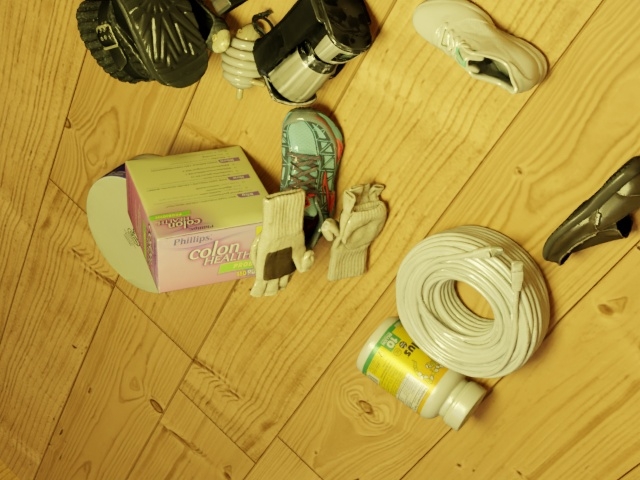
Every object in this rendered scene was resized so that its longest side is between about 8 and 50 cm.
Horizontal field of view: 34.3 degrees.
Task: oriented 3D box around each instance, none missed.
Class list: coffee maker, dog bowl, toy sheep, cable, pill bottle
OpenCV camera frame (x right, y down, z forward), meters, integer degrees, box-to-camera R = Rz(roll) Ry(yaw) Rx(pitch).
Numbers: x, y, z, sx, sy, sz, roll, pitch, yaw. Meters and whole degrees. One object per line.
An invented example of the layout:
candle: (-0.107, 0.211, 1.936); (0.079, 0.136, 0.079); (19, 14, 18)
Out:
coffee maker: (-0.023, -0.318, 1.591); (0.171, 0.120, 0.178); (53, 137, 0)
dog bowl: (-0.336, -0.031, 2.058); (0.265, 0.104, 0.264); (21, 130, 28)
toy sheep: (-0.123, -0.295, 1.717); (0.091, 0.091, 0.132); (23, 112, 27)
cable: (0.242, 0.098, 1.670); (0.257, 0.089, 0.257); (7, 122, 38)
pill bottle: (0.176, 0.233, 1.792); (0.208, 0.118, 0.117); (35, 135, 18)

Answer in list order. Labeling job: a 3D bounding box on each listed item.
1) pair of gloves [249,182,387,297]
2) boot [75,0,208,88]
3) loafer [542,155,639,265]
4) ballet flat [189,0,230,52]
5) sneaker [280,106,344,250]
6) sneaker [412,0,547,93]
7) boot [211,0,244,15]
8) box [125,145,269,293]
pair of gloves: (0.000, 0.000, 1.710); (0.042, 0.240, 0.204); (54, 139, 41)
boot: (-0.326, -0.415, 1.728); (0.260, 0.131, 0.347); (24, 132, 55)
loafer: (0.396, -0.024, 1.461); (0.078, 0.080, 0.220); (46, 137, 7)
ballet flat: (-0.200, -0.362, 1.718); (0.057, 0.049, 0.173); (-56, 50, 19)
sneaker: (-0.018, -0.094, 1.720); (0.104, 0.125, 0.261); (3, 127, 9)
sneaker: (0.208, -0.270, 1.447); (0.212, 0.094, 0.080); (32, 135, 21)
boot: (-0.156, -0.491, 1.609); (0.263, 0.091, 0.229); (-24, 101, 48)
box: (-0.206, -0.042, 1.793); (0.243, 0.214, 0.117); (-122, 29, -48)
